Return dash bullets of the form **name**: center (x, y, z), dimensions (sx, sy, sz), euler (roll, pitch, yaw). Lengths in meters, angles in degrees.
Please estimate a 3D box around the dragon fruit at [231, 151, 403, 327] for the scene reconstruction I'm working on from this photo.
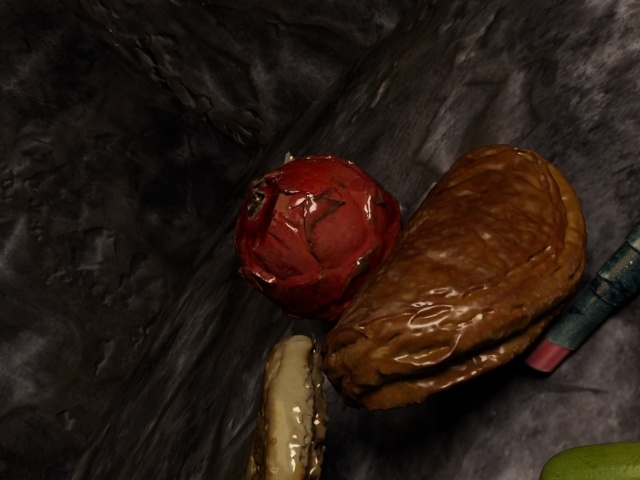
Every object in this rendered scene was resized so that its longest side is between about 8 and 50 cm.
- **dragon fruit**: center (0.000, 0.000, 1.079), dimensions (0.296, 0.302, 0.295), euler (-27, 50, 38)

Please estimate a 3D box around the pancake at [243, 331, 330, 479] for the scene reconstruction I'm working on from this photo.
- **pancake**: center (-0.058, 0.294, 0.739), dimensions (0.382, 0.071, 0.381), euler (-171, 90, -83)

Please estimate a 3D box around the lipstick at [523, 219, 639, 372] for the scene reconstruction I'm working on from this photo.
- **lipstick**: center (0.297, 0.048, 0.627), dimensions (0.234, 0.053, 0.053), euler (-49, 19, 10)

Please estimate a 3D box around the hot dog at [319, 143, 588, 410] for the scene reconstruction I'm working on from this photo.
- **hot dog**: center (0.157, 0.050, 0.714), dimensions (0.387, 0.174, 0.267), euler (-50, 3, -35)

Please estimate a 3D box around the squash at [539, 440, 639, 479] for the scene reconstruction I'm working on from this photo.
- **squash**: center (0.255, 0.184, 0.457), dimensions (0.201, 0.066, 0.066), euler (-26, 31, 46)
